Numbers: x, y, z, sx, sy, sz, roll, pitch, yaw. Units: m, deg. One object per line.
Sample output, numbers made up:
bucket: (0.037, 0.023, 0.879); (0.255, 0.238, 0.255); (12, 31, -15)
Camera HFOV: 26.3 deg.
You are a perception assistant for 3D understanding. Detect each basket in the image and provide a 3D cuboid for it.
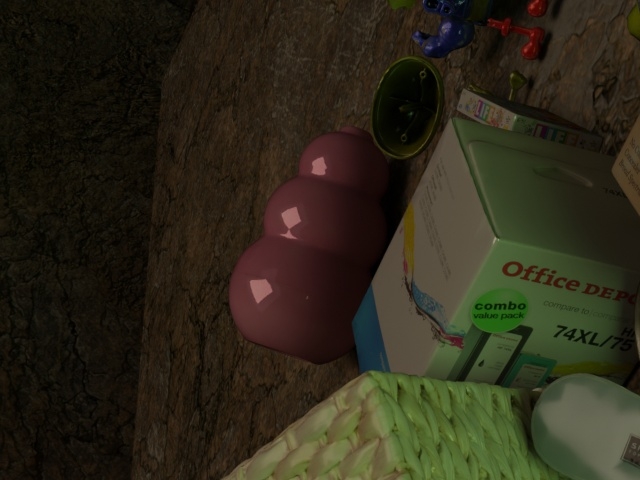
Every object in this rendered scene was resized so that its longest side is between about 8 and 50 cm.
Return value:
basket: (0.075, 0.319, 1.112); (0.331, 0.266, 0.328); (-40, 53, 32)

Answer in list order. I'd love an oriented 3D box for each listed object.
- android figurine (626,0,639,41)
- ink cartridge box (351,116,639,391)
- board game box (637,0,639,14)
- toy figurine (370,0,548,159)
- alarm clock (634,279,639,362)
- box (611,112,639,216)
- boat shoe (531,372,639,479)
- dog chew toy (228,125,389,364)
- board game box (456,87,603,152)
android figurine: (0.312, -0.255, 1.189); (0.273, 0.056, 0.248); (97, 165, -87)
ink cartridge box: (0.178, 0.059, 1.308); (0.197, 0.198, 0.270); (-100, 28, -52)
board game box: (0.282, -0.193, 1.133); (0.090, 0.020, 0.090); (81, -178, -72)
toy figurine: (0.194, -0.280, 1.677); (0.217, 0.191, 0.362); (-41, -36, -67)
alarm clock: (0.307, 0.073, 1.079); (0.192, 0.064, 0.129); (143, 121, -80)
box: (0.354, -0.136, 1.022); (0.148, 0.121, 0.311); (-106, 32, -58)
boat shoe: (0.294, 0.192, 1.012); (0.306, 0.105, 0.113); (19, 86, 48)
dog chew toy: (0.000, 0.000, 1.914); (0.332, 0.207, 0.206); (-72, 17, -6)
board game box: (0.220, -0.125, 1.457); (0.154, 0.103, 0.026); (-132, 56, -68)
